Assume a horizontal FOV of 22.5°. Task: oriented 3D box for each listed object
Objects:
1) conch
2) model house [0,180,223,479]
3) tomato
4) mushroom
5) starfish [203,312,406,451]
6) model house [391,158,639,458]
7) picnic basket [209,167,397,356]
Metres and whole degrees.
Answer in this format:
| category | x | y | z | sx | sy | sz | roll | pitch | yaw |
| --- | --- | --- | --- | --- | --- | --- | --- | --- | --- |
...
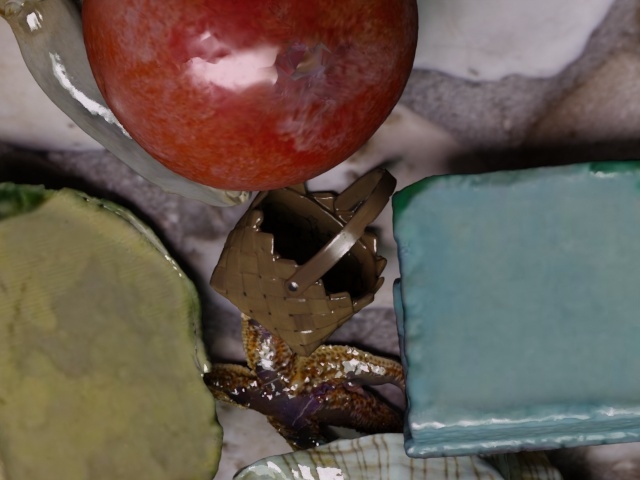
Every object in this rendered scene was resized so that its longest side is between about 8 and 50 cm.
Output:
| category | x | y | z | sx | sy | sz | roll | pitch | yaw |
| --- | --- | --- | --- | --- | --- | --- | --- | --- | --- |
| conch | 0.121 | 0.263 | 1.494 | 0.386 | 0.169 | 0.203 | 3 | 138 | -21 |
| model house | -0.277 | 0.140 | 1.486 | 0.266 | 0.261 | 0.321 | -31 | 72 | 43 |
| tomato | -0.054 | -0.165 | 1.254 | 0.265 | 0.265 | 0.264 | 4 | 120 | 6 |
| mushroom | -0.167 | -0.123 | 1.393 | 0.278 | 0.099 | 0.096 | 37 | 113 | -9 |
| starfish | -0.028 | 0.137 | 1.543 | 0.238 | 0.071 | 0.216 | 0 | 115 | -4 |
| model house | 0.206 | 0.077 | 1.419 | 0.281 | 0.249 | 0.229 | -4 | 74 | 6 |
| picnic basket | 0.000 | 0.000 | 1.417 | 0.138 | 0.128 | 0.178 | 38 | 130 | -11 |
